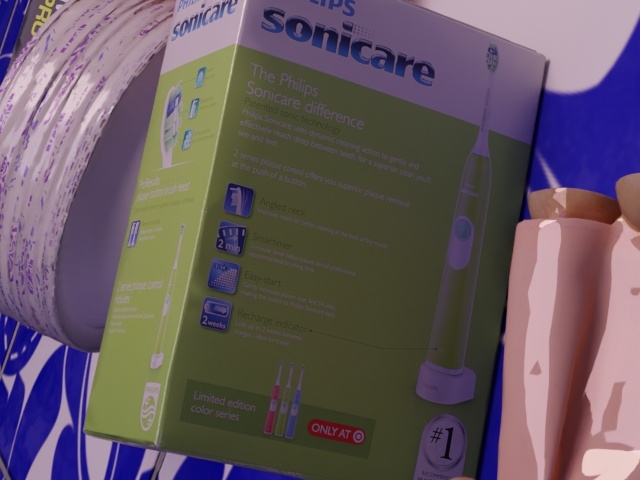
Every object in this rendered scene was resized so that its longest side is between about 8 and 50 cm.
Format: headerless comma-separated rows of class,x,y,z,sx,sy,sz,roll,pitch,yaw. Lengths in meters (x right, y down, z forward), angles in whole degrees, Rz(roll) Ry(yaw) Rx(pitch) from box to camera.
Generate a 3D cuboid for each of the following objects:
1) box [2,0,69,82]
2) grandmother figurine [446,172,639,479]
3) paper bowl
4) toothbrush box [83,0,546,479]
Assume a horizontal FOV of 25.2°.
box,-0.162,-0.161,1.213,0.216,0.060,0.270,-68,-16,10
grandmother figurine,0.115,0.145,0.686,0.208,0.104,0.342,160,124,-67
paper bowl,-0.133,-0.047,1.102,0.284,0.148,0.284,-57,-18,-31
toothbrush box,0.000,0.000,0.854,0.122,0.206,0.283,-4,73,62
